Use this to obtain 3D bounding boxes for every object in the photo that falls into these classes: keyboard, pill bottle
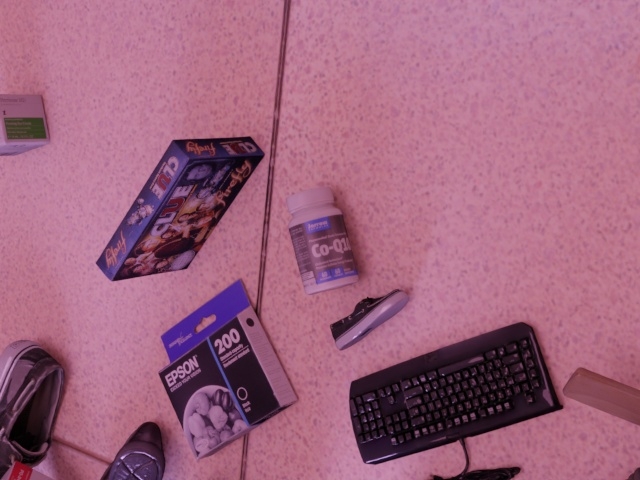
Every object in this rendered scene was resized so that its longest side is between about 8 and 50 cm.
[{"bbox_3d":[0.174,0.243,1.633,0.317,0.033,0.202,-25,80,37],"label":"keyboard"},{"bbox_3d":[0.000,0.000,1.708,0.078,0.078,0.137,-18,85,37],"label":"pill bottle"}]

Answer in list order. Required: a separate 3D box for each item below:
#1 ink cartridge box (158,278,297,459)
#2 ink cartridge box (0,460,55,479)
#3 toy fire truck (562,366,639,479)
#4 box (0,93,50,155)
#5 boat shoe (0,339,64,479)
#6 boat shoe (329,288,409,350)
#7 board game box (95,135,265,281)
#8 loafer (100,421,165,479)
[{"bbox_3d":[-0.155,0.194,1.871,0.206,0.045,0.208,-36,72,35],"label":"ink cartridge box"},{"bbox_3d":[-0.475,0.450,2.081,0.150,0.063,0.109,31,123,-16],"label":"ink cartridge box"},{"bbox_3d":[0.373,0.273,1.423,0.217,0.158,0.246,-53,53,30],"label":"toy fire truck"},{"bbox_3d":[-0.526,-0.191,2.074,0.102,0.101,0.087,-14,86,36],"label":"box"},{"bbox_3d":[-0.522,0.339,2.119,0.119,0.121,0.335,27,109,37],"label":"boat shoe"},{"bbox_3d":[0.062,0.101,1.692,0.142,0.049,0.040,-41,71,36],"label":"boat shoe"},{"bbox_3d":[-0.204,-0.046,1.805,0.042,0.165,0.243,50,122,22],"label":"board game box"},{"bbox_3d":[-0.319,0.422,2.009,0.109,0.095,0.303,23,118,-9],"label":"loafer"}]
